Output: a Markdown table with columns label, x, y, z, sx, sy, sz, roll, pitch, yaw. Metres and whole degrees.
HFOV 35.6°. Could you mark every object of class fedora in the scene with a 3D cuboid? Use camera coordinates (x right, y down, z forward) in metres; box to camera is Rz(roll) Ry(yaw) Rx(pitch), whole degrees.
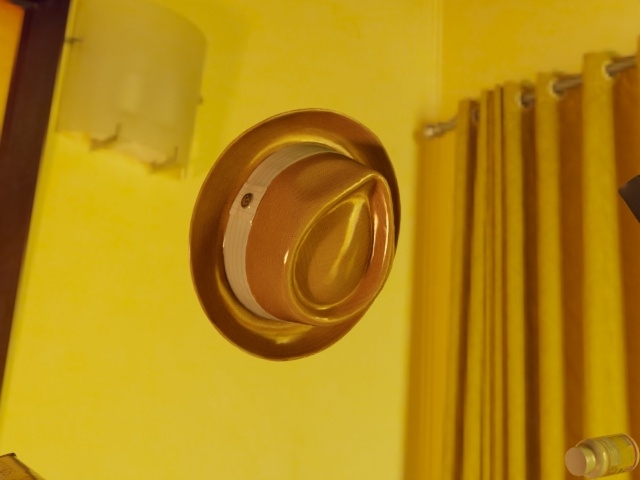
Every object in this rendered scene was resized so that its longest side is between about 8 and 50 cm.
| label | x | y | z | sx | sy | sz | roll | pitch | yaw |
| --- | --- | --- | --- | --- | --- | --- | --- | --- | --- |
| fedora | 0.000 | 0.000 | 0.725 | 0.194 | 0.194 | 0.079 | 16 | 0 | -34 |

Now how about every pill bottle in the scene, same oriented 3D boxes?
| label | x | y | z | sx | sy | sz | roll | pitch | yaw |
| --- | --- | --- | --- | --- | --- | --- | --- | --- | --- |
| pill bottle | 0.306 | 0.236 | 1.091 | 0.083 | 0.043 | 0.043 | 0 | -13 | -35 |

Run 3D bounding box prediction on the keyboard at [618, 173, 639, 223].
| label | x | y | z | sx | sy | sz | roll | pitch | yaw |
| --- | --- | --- | --- | --- | --- | --- | --- | --- | --- |
| keyboard | 0.263 | 0.030 | 0.644 | 0.108 | 0.180 | 0.023 | -19 | -21 | -31 |

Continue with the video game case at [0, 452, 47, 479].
| label | x | y | z | sx | sy | sz | roll | pitch | yaw |
| --- | --- | --- | --- | --- | --- | --- | --- | --- | --- |
| video game case | -0.124 | 0.266 | 0.544 | 0.035 | 0.274 | 0.248 | -16 | 5 | -28 |
